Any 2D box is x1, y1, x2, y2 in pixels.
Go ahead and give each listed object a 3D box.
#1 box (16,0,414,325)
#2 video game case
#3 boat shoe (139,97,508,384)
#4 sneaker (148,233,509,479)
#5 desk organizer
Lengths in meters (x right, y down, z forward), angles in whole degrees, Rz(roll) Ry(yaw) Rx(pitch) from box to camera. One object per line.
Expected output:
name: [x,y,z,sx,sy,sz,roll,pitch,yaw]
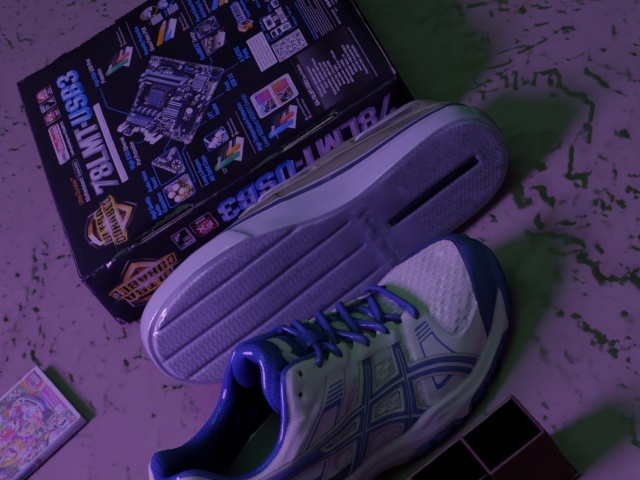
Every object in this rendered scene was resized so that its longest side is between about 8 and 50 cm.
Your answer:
box: [-0.090,-0.111,1.613,0.293,0.073,0.295,-33,39,5]
video game case: [-0.244,0.159,1.509,0.122,0.011,0.087,-43,40,-7]
boat shoe: [0.000,0.000,1.431,0.302,0.109,0.094,-32,23,-8]
sneaker: [0.011,0.093,1.291,0.112,0.131,0.296,18,62,47]
desk organizer: [0.091,0.161,1.227,0.130,0.050,0.047,-38,39,-2]
